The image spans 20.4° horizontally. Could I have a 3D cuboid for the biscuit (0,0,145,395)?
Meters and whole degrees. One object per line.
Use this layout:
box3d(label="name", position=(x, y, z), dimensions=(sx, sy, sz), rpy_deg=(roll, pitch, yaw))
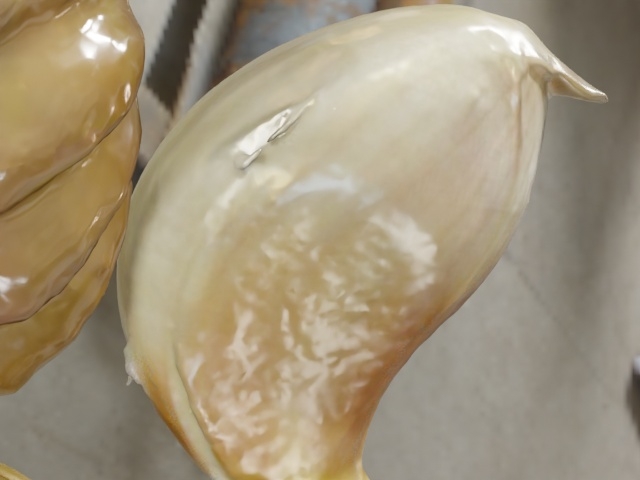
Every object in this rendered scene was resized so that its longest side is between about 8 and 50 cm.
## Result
box3d(label="biscuit", position=(-0.068, -0.063, 0.361), dimensions=(0.061, 0.118, 0.183), rpy_deg=(-4, 76, -19))

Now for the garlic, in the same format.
box3d(label="garlic", position=(0.000, 0.000, 1.017), dimensions=(0.286, 0.249, 0.313), rpy_deg=(-7, 119, -67))

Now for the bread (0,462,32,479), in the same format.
box3d(label="bread", position=(-0.275, 0.272, 1.327), dimensions=(0.236, 0.070, 0.236), rpy_deg=(-61, 178, -4))
